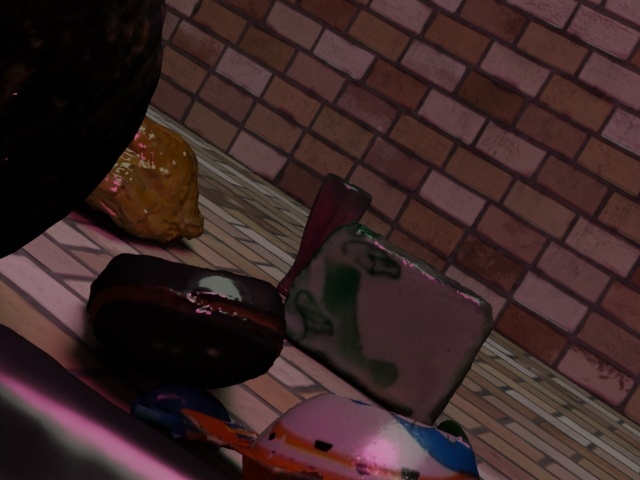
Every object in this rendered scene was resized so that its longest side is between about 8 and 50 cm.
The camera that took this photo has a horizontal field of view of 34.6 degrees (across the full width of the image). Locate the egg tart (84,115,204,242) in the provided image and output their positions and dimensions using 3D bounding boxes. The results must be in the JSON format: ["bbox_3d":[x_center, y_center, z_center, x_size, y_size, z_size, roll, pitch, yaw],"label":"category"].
[{"bbox_3d":[-0.312,-0.126,1.570,0.339,0.153,0.351,31,6,29],"label":"egg tart"}]

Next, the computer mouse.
[{"bbox_3d":[-0.135,0.077,0.990,0.183,0.116,0.323,18,-5,-11],"label":"computer mouse"}]

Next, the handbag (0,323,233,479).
[{"bbox_3d":[-0.112,0.165,0.269,0.301,0.178,0.275,30,22,7],"label":"handbag"}]

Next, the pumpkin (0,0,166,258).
[{"bbox_3d":[-0.331,-0.178,0.742,0.454,0.454,0.344,31,36,-1],"label":"pumpkin"}]

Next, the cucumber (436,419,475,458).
[{"bbox_3d":[0.176,0.263,1.330,0.037,0.037,0.155,30,7,-11],"label":"cucumber"}]

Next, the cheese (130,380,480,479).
[{"bbox_3d":[-0.007,0.180,0.799,0.329,0.129,0.217,14,-11,37],"label":"cheese"}]

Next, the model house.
[{"bbox_3d":[0.119,0.117,1.534,0.267,0.194,0.325,32,4,15],"label":"model house"}]

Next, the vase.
[{"bbox_3d":[0.000,0.000,1.705,0.086,0.214,0.086,28,7,-4],"label":"vase"}]
